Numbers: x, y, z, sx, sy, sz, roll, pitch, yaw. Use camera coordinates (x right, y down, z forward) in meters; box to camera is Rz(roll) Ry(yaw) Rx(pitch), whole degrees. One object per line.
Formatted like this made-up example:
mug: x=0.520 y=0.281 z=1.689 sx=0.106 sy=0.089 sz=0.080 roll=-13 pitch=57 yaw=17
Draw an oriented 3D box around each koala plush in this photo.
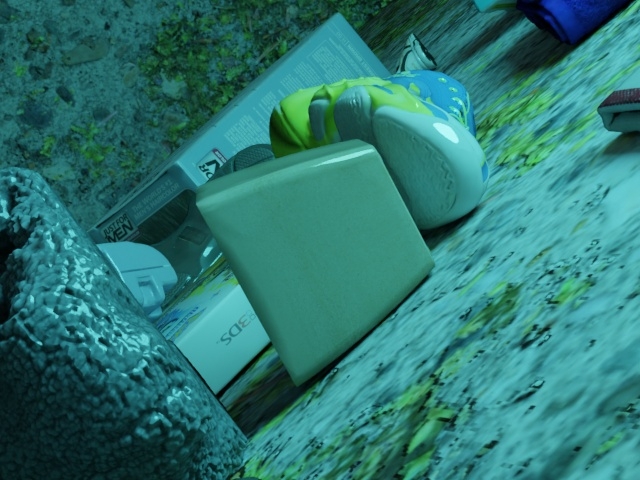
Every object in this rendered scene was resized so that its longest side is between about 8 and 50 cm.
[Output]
koala plush: x=-0.167 y=0.106 z=0.634 sx=0.221 sy=0.196 sz=0.203 roll=-38 pitch=19 yaw=-7

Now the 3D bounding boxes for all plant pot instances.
plant pot: x=0.000 y=0.000 z=0.724 sx=0.096 sy=0.109 sz=0.109 roll=-28 pitch=9 yaw=0

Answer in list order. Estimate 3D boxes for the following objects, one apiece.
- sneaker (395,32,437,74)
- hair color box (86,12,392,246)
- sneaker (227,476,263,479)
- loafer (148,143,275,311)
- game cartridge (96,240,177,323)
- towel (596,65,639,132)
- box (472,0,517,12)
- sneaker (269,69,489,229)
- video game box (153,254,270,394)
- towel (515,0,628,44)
sneaker: x=0.100 y=-0.198 z=1.465 sx=0.044 sy=0.040 sz=0.109 roll=-41 pitch=8 yaw=12
hair color box: x=-0.082 y=-0.099 z=1.508 sx=0.185 sy=0.113 sz=0.374 roll=-33 pitch=11 yaw=42
sneaker: x=-0.078 y=0.142 z=0.503 sx=0.178 sy=0.072 sz=0.077 roll=-26 pitch=3 yaw=30
loafer: x=-0.108 y=0.037 z=1.130 sx=0.267 sy=0.084 sz=0.096 roll=-46 pitch=41 yaw=-12
game cartridge: x=-0.244 y=0.081 z=0.822 sx=0.196 sy=0.060 sz=0.294 roll=-44 pitch=-19 yaw=28
towel: x=0.278 y=-0.166 z=0.567 sx=0.329 sy=0.037 sz=0.237 roll=-42 pitch=8 yaw=-6
box: x=0.242 y=-0.303 z=1.218 sx=0.244 sy=0.060 sz=0.100 roll=-36 pitch=-9 yaw=31
sneaker: x=0.063 y=-0.074 z=0.845 sx=0.126 sy=0.091 sz=0.240 roll=-22 pitch=21 yaw=-21
video game box: x=-0.084 y=0.067 z=0.914 sx=0.205 sy=0.048 sz=0.187 roll=-44 pitch=11 yaw=-22
towel: x=0.271 y=-0.277 z=1.008 sx=0.308 sy=0.076 sz=0.227 roll=-39 pitch=10 yaw=9
